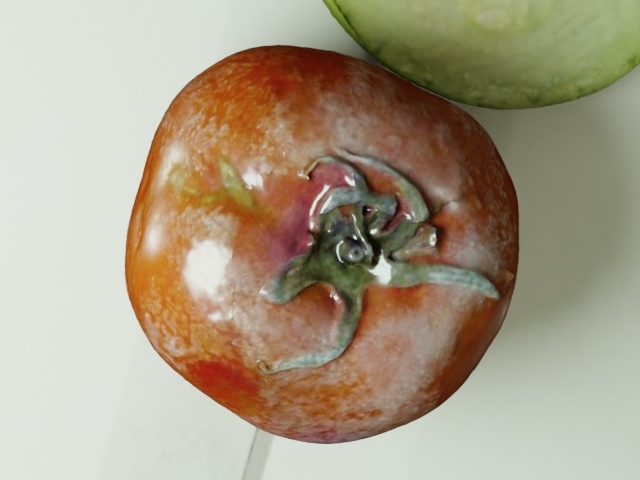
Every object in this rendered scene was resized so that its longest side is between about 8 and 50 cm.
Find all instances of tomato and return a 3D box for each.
[{"bbox_3d":[-0.002,0.004,1.127,0.232,0.188,0.232,-1,97,-10],"label":"tomato"}]

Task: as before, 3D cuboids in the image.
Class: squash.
[{"bbox_3d":[0.110,-0.197,1.156,0.252,0.049,0.252,-2,108,-7],"label":"squash"}]
